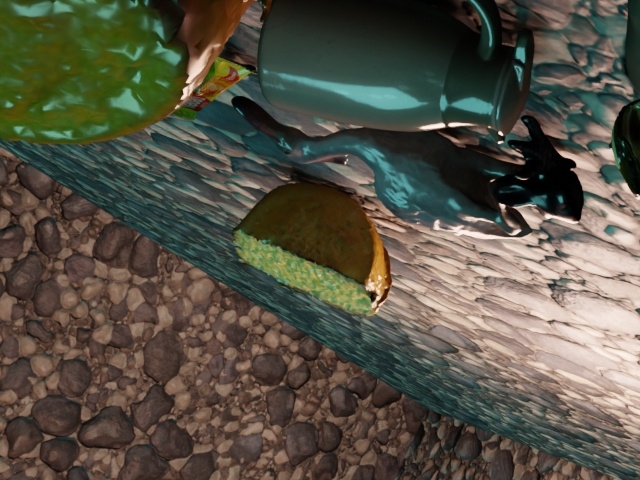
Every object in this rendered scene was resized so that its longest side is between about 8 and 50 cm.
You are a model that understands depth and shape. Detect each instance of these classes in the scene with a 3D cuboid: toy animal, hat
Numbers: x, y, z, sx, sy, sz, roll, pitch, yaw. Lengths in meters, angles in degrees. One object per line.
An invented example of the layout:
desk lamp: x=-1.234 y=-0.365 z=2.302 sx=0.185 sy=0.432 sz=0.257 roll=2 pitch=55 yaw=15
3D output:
toy animal: x=0.094 y=-0.070 z=0.872 sx=0.324 sy=0.090 sz=0.195 roll=13 pitch=157 yaw=22
hat: x=0.240 y=-0.061 z=0.621 sx=0.076 sy=0.077 sz=0.059 roll=-19 pitch=172 yaw=8

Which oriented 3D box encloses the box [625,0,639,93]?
box: x=0.229 y=-0.104 z=0.337 sx=0.210 sy=0.129 sz=0.148 roll=21 pitch=166 yaw=24

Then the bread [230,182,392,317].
bread: x=0.000 y=0.000 z=1.249 sx=0.229 sy=0.139 sz=0.143 roll=24 pitch=165 yaw=15

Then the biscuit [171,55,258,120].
biscuit: x=-0.136 y=-0.180 z=1.069 sx=0.048 sy=0.026 sz=0.292 roll=11 pitch=174 yaw=-20

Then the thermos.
thermos: x=0.059 y=-0.141 z=0.661 sx=0.193 sy=0.105 sz=0.137 roll=18 pitch=134 yaw=24

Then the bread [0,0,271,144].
bread: x=-0.187 y=-0.211 z=0.475 sx=0.337 sy=0.204 sz=0.358 roll=-7 pitch=145 yaw=22
